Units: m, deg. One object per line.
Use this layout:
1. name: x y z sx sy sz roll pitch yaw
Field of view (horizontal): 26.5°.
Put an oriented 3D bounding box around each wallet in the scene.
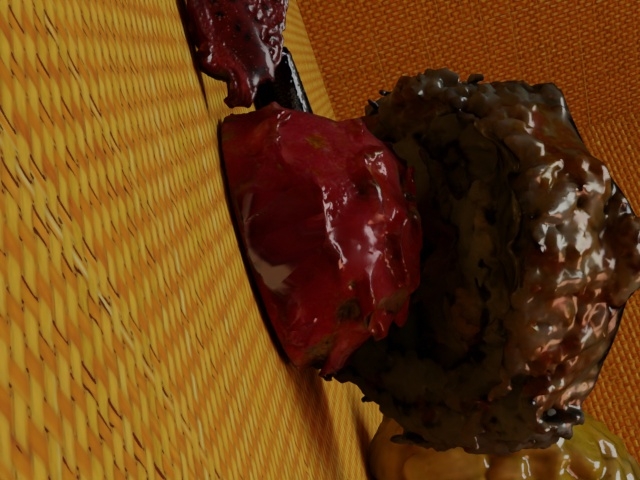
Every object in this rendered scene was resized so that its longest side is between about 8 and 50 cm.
1. wallet: -0.034 -0.132 1.729 0.262 0.071 0.221 -100 168 -82

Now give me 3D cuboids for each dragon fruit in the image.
1. dragon fruit: 0.000 0.000 1.204 0.189 0.163 0.262 -23 99 -58
2. dragon fruit: -0.086 -0.183 1.192 0.063 0.097 0.131 57 37 -65

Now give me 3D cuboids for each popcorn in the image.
1. popcorn: 0.257 0.343 1.791 0.344 0.354 0.390 -41 118 -65

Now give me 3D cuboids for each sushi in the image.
1. sushi: 0.130 0.025 1.345 0.417 0.176 0.417 5 -84 52
